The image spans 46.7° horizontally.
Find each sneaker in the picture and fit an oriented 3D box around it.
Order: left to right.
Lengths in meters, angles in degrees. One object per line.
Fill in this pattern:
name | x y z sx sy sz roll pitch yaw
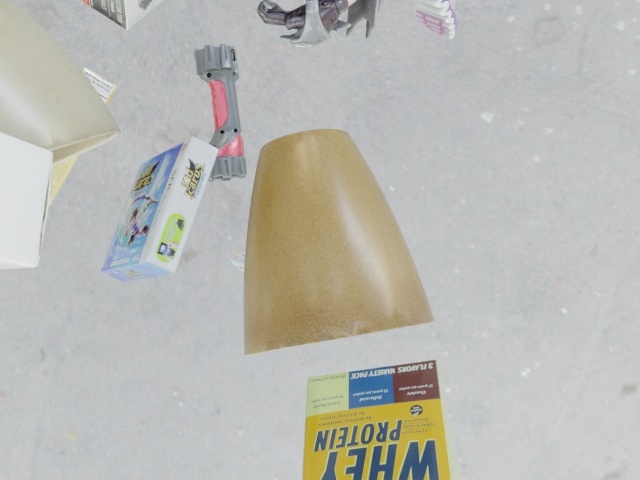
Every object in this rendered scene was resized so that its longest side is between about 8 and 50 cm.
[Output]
sneaker | 0.227 -0.477 1.392 0.105 0.095 0.236 -52 151 -7

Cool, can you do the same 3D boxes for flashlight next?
flashlight | -0.235 -0.290 1.700 0.103 0.103 0.304 -9 90 25

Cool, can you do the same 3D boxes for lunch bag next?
lunch bag | -0.161 0.053 1.732 0.083 0.071 0.053 4 99 -47

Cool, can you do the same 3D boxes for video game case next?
video game case | -0.309 -0.052 1.394 0.061 0.269 0.245 27 70 -28

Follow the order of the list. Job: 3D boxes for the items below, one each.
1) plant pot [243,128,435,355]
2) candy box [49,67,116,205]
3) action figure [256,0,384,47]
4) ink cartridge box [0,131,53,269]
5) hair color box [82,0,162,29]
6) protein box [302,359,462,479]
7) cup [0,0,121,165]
plant pot | 0.000 0.000 0.930 0.237 0.237 0.255 -10 82 -8
candy box | -0.588 -0.218 1.688 0.087 0.183 0.317 29 70 -21
action figure | -0.035 -0.257 0.580 0.284 0.099 0.186 0 80 -45
ink cartridge box | -0.322 -0.032 0.520 0.158 0.217 0.092 22 67 -54
hair color box | -0.129 -0.267 0.623 0.053 0.093 0.167 33 60 8
protein box | 0.070 0.264 0.722 0.135 0.201 0.200 -10 128 10
cup | -0.454 -0.187 0.934 0.330 0.331 0.237 -22 99 -3
